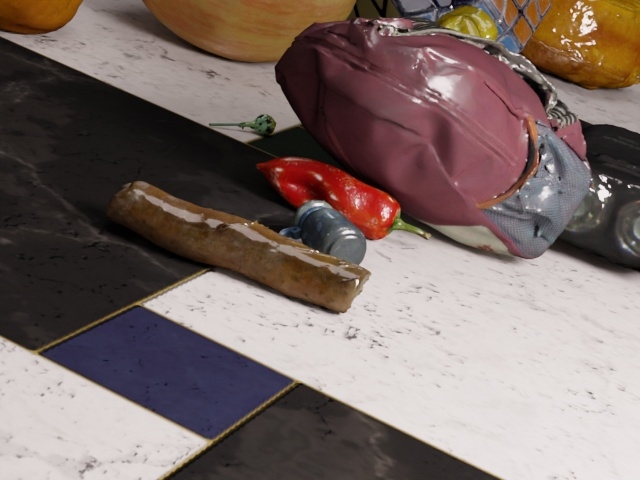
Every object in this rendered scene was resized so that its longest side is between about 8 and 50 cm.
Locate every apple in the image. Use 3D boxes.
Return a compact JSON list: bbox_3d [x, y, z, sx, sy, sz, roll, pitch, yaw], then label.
[{"bbox_3d":[-0.076,-0.432,2.032,0.346,0.391,0.391,28,19,0],"label":"apple"}]

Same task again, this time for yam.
[{"bbox_3d":[-0.074,0.003,1.347,0.241,0.057,0.057,21,19,6],"label":"yam"}]

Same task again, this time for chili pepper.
[{"bbox_3d":[0.023,-0.041,1.549,0.191,0.059,0.050,22,34,4],"label":"chili pepper"}]

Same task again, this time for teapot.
[{"bbox_3d":[0.003,0.002,1.446,0.049,0.063,0.083,44,-1,-35],"label":"teapot"}]

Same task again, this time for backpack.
[{"bbox_3d":[0.104,-0.135,1.591,0.283,0.197,0.317,25,-7,45],"label":"backpack"}]

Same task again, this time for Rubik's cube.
[{"bbox_3d":[0.182,-0.371,2.282,0.319,0.319,0.264,12,47,-19],"label":"Rubik's cube"}]

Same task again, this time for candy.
[{"bbox_3d":[-0.089,-0.132,1.762,0.083,0.025,0.023,-5,0,-31],"label":"candy"}]

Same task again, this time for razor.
[{"bbox_3d":[0.347,-0.052,1.797,0.189,0.107,0.327,21,18,10],"label":"razor"}]

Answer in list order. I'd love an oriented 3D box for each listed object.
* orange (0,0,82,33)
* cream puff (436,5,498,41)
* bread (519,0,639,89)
[{"bbox_3d":[-0.395,-0.363,1.861,0.249,0.183,0.249,17,17,-5],"label":"orange"},{"bbox_3d":[0.186,-0.193,1.955,0.194,0.195,0.221,21,24,7],"label":"cream puff"},{"bbox_3d":[0.429,-0.377,2.665,0.312,0.172,0.312,19,19,-7],"label":"bread"}]
